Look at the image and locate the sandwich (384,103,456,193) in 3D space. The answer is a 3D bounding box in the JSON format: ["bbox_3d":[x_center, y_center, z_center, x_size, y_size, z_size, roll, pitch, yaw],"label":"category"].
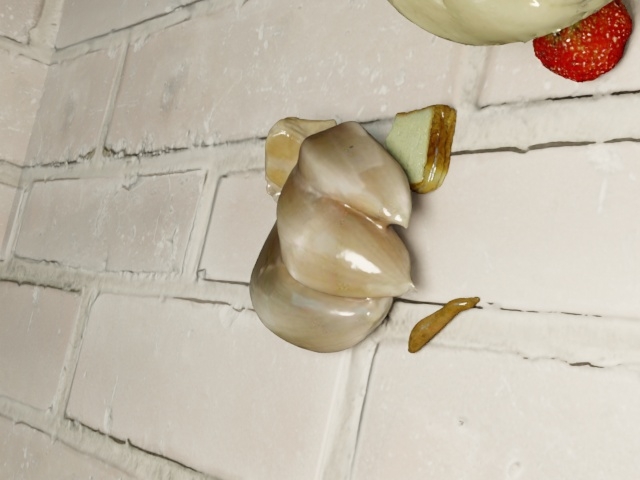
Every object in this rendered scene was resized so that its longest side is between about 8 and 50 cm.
[{"bbox_3d":[0.114,-0.103,1.317,0.093,0.036,0.104,-14,65,53],"label":"sandwich"}]

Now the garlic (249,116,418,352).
[{"bbox_3d":[0.002,0.000,1.352,0.325,0.132,0.279,-111,33,-53],"label":"garlic"}]

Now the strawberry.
[{"bbox_3d":[0.250,-0.205,1.103,0.106,0.106,0.106,-31,51,47],"label":"strawberry"}]

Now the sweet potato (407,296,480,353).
[{"bbox_3d":[0.127,0.087,1.218,0.115,0.026,0.026,-45,42,37],"label":"sweet potato"}]

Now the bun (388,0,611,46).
[{"bbox_3d":[0.196,-0.349,1.061,0.360,0.211,0.359,-28,31,19],"label":"bun"}]
